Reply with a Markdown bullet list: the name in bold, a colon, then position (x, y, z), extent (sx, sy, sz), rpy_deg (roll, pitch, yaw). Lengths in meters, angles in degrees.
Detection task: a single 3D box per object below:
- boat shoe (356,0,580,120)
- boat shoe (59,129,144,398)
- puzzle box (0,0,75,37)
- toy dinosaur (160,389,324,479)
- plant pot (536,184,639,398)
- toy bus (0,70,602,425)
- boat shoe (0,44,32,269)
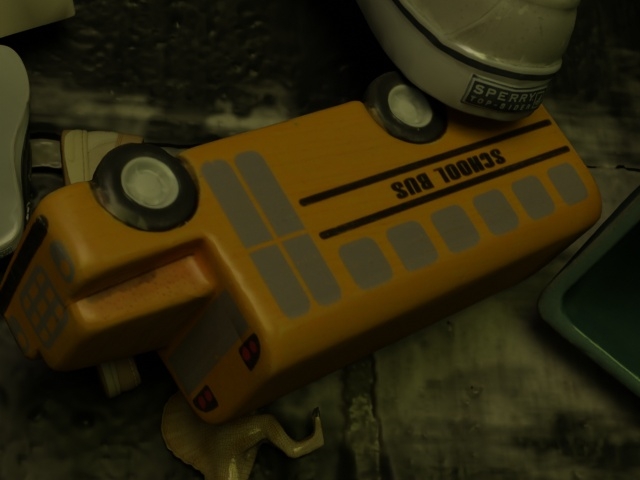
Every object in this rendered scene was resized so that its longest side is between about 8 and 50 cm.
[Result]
- **boat shoe**: position (0.054, -0.243, 0.711), extent (0.136, 0.156, 0.367), rpy_deg (2, 40, -29)
- **boat shoe**: position (-0.116, 0.007, 0.667), extent (0.059, 0.063, 0.170), rpy_deg (-7, 68, -11)
- **puzzle box**: position (-0.356, -0.199, 0.606), extent (0.409, 0.272, 0.052), rpy_deg (-21, 29, -23)
- **toy dinosaur**: position (-0.045, 0.112, 0.656), extent (0.093, 0.053, 0.183), rpy_deg (-8, 60, -2)
- **plant pot**: position (0.333, -0.015, 0.705), extent (0.247, 0.248, 0.252), rpy_deg (39, 45, 4)
- **toy bus**: position (0.000, 0.000, 0.634), extent (0.333, 0.108, 0.130), rpy_deg (-21, 74, -38)
- **boat shoe**: position (-0.197, -0.049, 0.685), extent (0.049, 0.040, 0.142), rpy_deg (-3, 67, -6)
